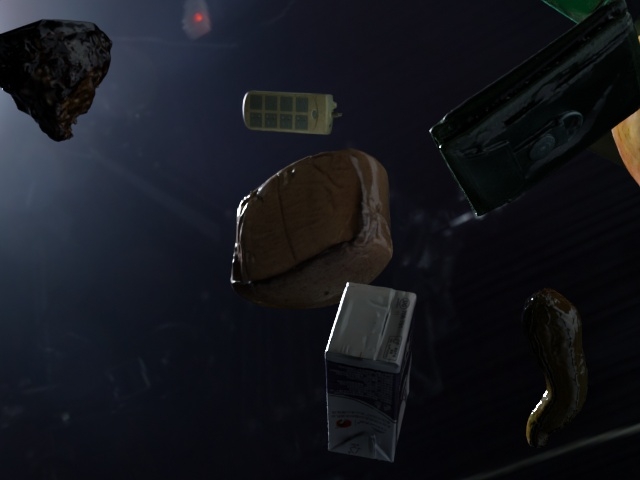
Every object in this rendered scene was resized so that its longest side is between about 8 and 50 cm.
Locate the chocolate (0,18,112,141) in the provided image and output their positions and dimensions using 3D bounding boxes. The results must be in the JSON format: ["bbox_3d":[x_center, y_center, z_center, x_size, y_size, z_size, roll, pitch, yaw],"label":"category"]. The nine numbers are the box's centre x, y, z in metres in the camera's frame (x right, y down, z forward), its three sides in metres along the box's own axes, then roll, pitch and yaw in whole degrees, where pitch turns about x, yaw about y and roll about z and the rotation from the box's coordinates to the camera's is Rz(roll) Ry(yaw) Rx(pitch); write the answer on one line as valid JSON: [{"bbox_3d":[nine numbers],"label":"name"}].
[{"bbox_3d":[-0.461,-0.267,1.687,0.224,0.206,0.177,49,-156,-80],"label":"chocolate"}]

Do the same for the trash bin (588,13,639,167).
[{"bbox_3d":[0.613,-0.286,1.610,0.223,0.343,0.158,31,161,19],"label":"trash bin"}]

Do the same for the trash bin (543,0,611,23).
[{"bbox_3d":[0.395,-0.570,1.703,0.381,0.295,0.259,42,-138,7],"label":"trash bin"}]

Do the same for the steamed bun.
[{"bbox_3d":[0.000,0.000,1.680,0.199,0.301,0.251,35,-139,-47],"label":"steamed bun"}]

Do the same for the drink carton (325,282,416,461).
[{"bbox_3d":[0.069,0.185,1.294,0.134,0.102,0.222,-73,-13,-46],"label":"drink carton"}]

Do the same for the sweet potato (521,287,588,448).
[{"bbox_3d":[0.305,0.166,1.220,0.062,0.081,0.233,-50,-43,-60],"label":"sweet potato"}]

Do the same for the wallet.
[{"bbox_3d":[0.242,-0.131,0.998,0.160,0.236,0.055,49,-170,-51],"label":"wallet"}]

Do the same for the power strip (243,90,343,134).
[{"bbox_3d":[-0.059,-0.255,1.868,0.029,0.227,0.080,-16,-70,-61],"label":"power strip"}]

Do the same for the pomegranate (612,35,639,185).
[{"bbox_3d":[0.552,-0.160,1.242,0.338,0.338,0.338,51,-157,-32],"label":"pomegranate"}]
